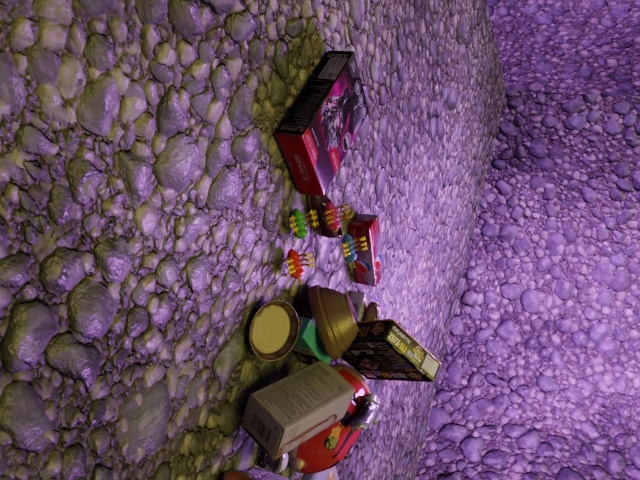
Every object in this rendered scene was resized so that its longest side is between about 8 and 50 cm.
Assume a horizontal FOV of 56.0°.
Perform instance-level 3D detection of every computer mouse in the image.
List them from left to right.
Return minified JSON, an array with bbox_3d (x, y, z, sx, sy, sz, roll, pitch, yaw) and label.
[{"bbox_3d":[-0.130,0.615,1.711,0.042,0.193,0.106,20,80,-21],"label":"computer mouse"}]

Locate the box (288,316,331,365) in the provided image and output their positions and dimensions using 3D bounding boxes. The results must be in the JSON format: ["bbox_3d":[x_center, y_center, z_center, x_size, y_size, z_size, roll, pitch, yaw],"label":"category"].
[{"bbox_3d":[-0.046,0.309,1.830,0.060,0.100,0.244,-63,149,-26],"label":"box"}]

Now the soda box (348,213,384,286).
[{"bbox_3d":[0.167,0.036,2.172,0.092,0.083,0.263,-51,142,-45],"label":"soda box"}]

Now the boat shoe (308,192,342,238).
[{"bbox_3d":[0.019,-0.088,1.848,0.073,0.073,0.207,-61,147,-31],"label":"boat shoe"}]

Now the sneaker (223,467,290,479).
[{"bbox_3d":[-0.194,0.750,1.700,0.321,0.125,0.180,31,76,-51],"label":"sneaker"}]

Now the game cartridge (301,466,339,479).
[{"bbox_3d":[-0.001,0.922,2.200,0.198,0.062,0.297,-59,147,-43],"label":"game cartridge"}]

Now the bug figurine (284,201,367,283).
[{"bbox_3d":[0.000,0.000,1.766,0.279,0.072,0.216,-15,102,-29],"label":"bug figurine"}]

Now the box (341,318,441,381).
[{"bbox_3d":[0.192,0.367,1.989,0.257,0.322,0.079,41,59,-24],"label":"box"}]

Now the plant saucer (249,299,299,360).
[{"bbox_3d":[-0.133,0.247,1.662,0.168,0.029,0.168,-6,98,-41],"label":"plant saucer"}]

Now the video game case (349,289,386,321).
[{"bbox_3d":[0.160,0.333,2.290,0.269,0.061,0.244,33,71,-62],"label":"video game case"}]

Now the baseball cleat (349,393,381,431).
[{"bbox_3d":[0.146,0.567,1.997,0.206,0.072,0.109,18,68,-68],"label":"baseball cleat"}]

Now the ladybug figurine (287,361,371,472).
[{"bbox_3d":[0.044,0.611,2.049,0.449,0.162,0.305,-48,140,-46],"label":"ladybug figurine"}]

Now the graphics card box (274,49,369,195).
[{"bbox_3d":[0.016,-0.339,1.725,0.371,0.094,0.233,-63,149,-31],"label":"graphics card box"}]

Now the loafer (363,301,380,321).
[{"bbox_3d":[0.183,0.296,2.191,0.050,0.056,0.148,-17,114,-68],"label":"loafer"}]

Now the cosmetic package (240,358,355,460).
[{"bbox_3d":[-0.061,0.473,1.711,0.296,0.153,0.129,-14,132,-45],"label":"cosmetic package"}]

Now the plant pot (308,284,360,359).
[{"bbox_3d":[0.053,0.239,1.867,0.237,0.110,0.237,-20,90,-84],"label":"plant pot"}]
